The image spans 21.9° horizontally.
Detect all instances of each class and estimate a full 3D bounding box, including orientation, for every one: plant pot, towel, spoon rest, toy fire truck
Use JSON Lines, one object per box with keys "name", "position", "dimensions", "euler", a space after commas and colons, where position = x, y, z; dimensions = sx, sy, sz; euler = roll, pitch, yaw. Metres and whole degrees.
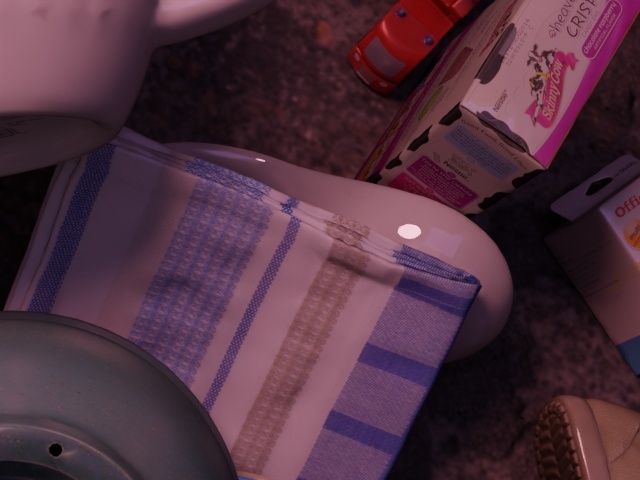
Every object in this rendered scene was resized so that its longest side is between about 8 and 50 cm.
{"name": "plant pot", "position": [-0.175, 0.183, 0.925], "dimensions": [0.293, 0.196, 0.293], "euler": [1, 86, -9]}
{"name": "towel", "position": [-0.061, 0.060, 1.062], "dimensions": [0.285, 0.034, 0.209], "euler": [22, 109, -10]}
{"name": "spoon rest", "position": [0.000, 0.000, 1.127], "dimensions": [0.276, 0.137, 0.084], "euler": [23, 41, -1]}
{"name": "toy fire truck", "position": [0.109, -0.197, 1.205], "dimensions": [0.047, 0.135, 0.192], "euler": [44, 66, -3]}

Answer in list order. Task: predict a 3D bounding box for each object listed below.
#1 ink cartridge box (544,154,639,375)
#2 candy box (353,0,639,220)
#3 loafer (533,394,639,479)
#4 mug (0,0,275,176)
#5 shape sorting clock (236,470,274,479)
{"name": "ink cartridge box", "position": [0.243, 0.009, 1.218], "dimensions": [0.092, 0.090, 0.143], "euler": [-34, 88, -24]}
{"name": "candy box", "position": [0.112, -0.091, 1.122], "dimensions": [0.071, 0.233, 0.159], "euler": [36, 67, -6]}
{"name": "loafer", "position": [0.223, 0.233, 1.140], "dimensions": [0.092, 0.102, 0.268], "euler": [-7, 77, -15]}
{"name": "mug", "position": [-0.171, -0.215, 0.934], "dimensions": [0.374, 0.276, 0.328], "euler": [-9, 83, -6]}
{"name": "shape sorting clock", "position": [-0.065, 0.251, 1.060], "dimensions": [0.206, 0.040, 0.206], "euler": [3, 78, -14]}
